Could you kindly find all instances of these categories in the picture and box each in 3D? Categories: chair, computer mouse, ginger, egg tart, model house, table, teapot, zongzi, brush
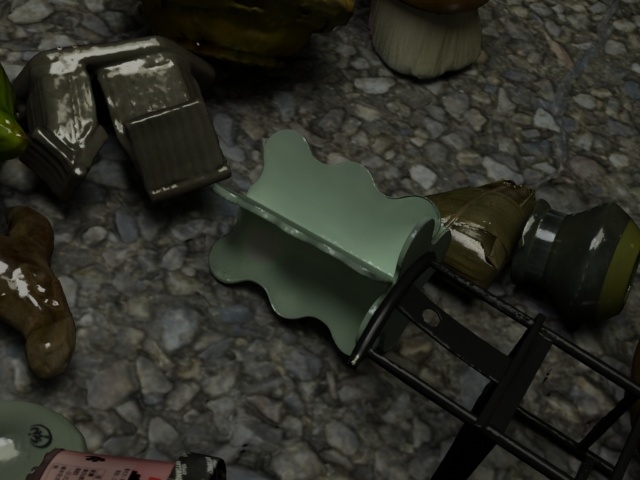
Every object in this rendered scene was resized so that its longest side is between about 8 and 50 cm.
[{"bbox_3d":[0.152,0.150,0.853,0.260,0.141,0.154,33,49,10],"label":"chair"},{"bbox_3d":[-0.276,0.168,0.771,0.181,0.056,0.089,-2,47,-17],"label":"computer mouse"},{"bbox_3d":[-0.350,-0.002,0.877,0.332,0.080,0.166,19,42,4],"label":"ginger"},{"bbox_3d":[-0.104,-0.272,1.116,0.293,0.123,0.294,14,12,-3],"label":"egg tart"},{"bbox_3d":[-0.194,-0.117,0.997,0.229,0.122,0.188,-12,59,-20],"label":"model house"},{"bbox_3d":[0.000,0.000,0.937,0.198,0.167,0.166,29,48,20],"label":"table"},{"bbox_3d":[0.273,0.016,1.030,0.119,0.130,0.165,20,13,21],"label":"teapot"},{"bbox_3d":[0.131,-0.030,1.052,0.176,0.079,0.160,25,41,17],"label":"zongzi"},{"bbox_3d":[0.106,-0.348,1.250,0.174,0.166,0.266,-31,64,-33],"label":"brush"}]

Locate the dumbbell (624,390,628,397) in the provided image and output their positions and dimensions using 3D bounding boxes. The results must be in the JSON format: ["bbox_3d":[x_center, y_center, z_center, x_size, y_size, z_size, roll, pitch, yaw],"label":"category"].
[{"bbox_3d":[0.359,0.165,0.960,0.118,0.052,0.046,29,6,10],"label":"dumbbell"}]

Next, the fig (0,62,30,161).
[{"bbox_3d":[-0.366,-0.124,0.912,0.167,0.167,0.234,-8,44,-22],"label":"fig"}]

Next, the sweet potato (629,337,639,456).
[{"bbox_3d":[0.341,0.164,0.895,0.108,0.079,0.346,-10,78,14],"label":"sweet potato"}]

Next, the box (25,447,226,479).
[{"bbox_3d":[-0.149,0.220,0.705,0.135,0.151,0.151,10,48,3],"label":"box"}]
